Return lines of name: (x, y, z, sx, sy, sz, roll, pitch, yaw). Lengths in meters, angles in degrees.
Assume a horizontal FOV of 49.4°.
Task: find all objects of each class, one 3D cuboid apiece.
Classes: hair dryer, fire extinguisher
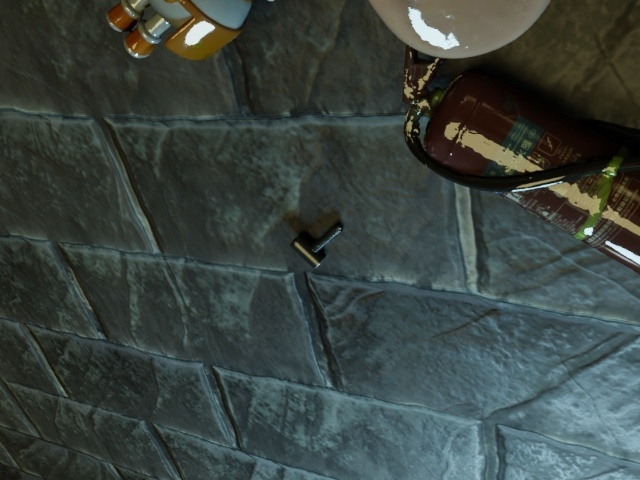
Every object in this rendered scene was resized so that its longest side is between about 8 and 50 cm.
hair dryer: (0.000, 0.000, 0.909, 0.047, 0.026, 0.083, 43, 134, -9)
fire extinguisher: (0.214, -0.081, 0.644, 0.341, 0.105, 0.141, 31, 123, 5)

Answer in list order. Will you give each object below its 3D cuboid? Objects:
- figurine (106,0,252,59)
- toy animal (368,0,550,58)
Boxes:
figurine: (-0.100, -0.266, 0.649, 0.271, 0.143, 0.143, -24, 112, 44)
toy animal: (0.073, -0.243, 0.513, 0.250, 0.154, 0.166, 39, 136, -27)
